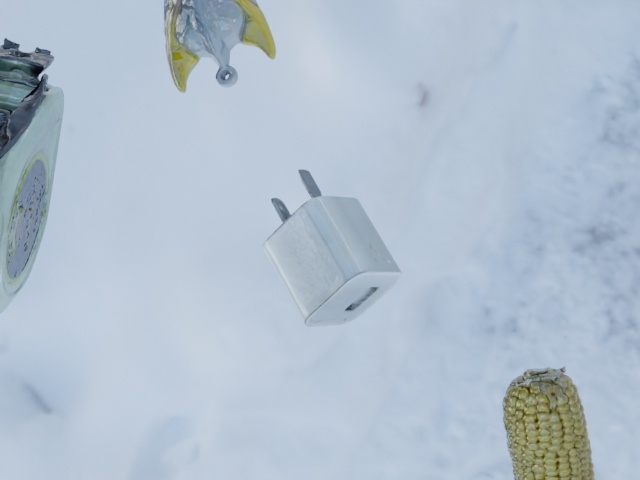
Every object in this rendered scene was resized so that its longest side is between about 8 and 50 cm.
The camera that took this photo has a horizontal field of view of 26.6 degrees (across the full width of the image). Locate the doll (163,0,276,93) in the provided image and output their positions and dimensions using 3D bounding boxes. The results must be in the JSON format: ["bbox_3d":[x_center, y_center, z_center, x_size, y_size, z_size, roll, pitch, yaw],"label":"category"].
[{"bbox_3d":[-0.166,-0.364,1.956,0.103,0.145,0.316,113,144,-63],"label":"doll"}]

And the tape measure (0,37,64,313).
[{"bbox_3d":[-0.324,-0.056,1.272,0.115,0.207,0.235,13,109,4],"label":"tape measure"}]

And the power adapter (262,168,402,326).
[{"bbox_3d":[0.000,0.000,1.879,0.130,0.125,0.205,-43,64,30],"label":"power adapter"}]

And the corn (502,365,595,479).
[{"bbox_3d":[0.278,0.293,1.597,0.106,0.106,0.293,-6,95,39],"label":"corn"}]
